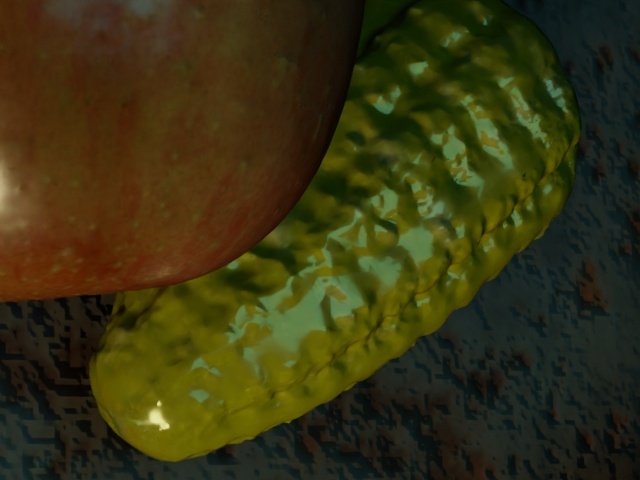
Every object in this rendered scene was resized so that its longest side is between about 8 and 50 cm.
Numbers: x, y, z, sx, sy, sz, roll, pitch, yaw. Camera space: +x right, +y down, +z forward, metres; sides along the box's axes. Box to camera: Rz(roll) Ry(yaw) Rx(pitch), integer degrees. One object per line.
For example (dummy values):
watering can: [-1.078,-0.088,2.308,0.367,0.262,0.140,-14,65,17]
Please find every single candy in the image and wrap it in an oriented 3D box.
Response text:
candy: [0.000,0.000,0.599,0.106,0.094,0.199,38,62,15]

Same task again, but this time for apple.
apple: [-0.073,-0.071,0.507,0.181,0.181,0.168,-6,96,-36]

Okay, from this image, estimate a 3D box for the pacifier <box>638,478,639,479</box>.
pacifier: [0.215,0.189,0.657,0.279,0.207,0.227,22,88,-31]
